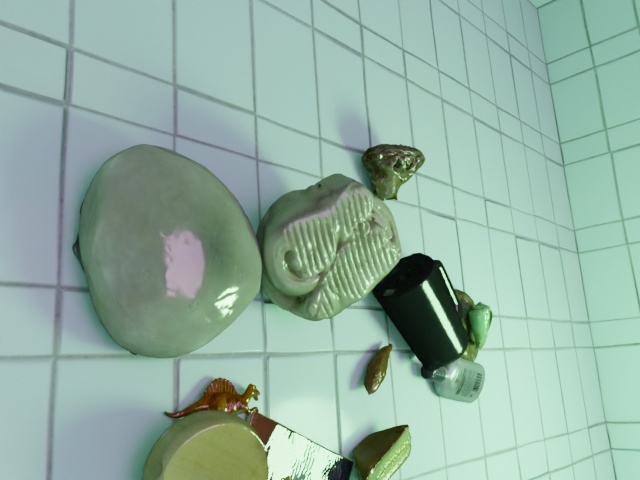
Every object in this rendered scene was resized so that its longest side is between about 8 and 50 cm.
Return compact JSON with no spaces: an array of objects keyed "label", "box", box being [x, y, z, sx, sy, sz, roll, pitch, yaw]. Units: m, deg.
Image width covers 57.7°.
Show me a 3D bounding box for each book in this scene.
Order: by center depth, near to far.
[{"label":"book","box":[-0.071,0.593,1.367,0.374,0.028,0.263,39,54,-33]}]

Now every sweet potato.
[{"label":"sweet potato","box":[0.166,0.368,1.673,0.068,0.060,0.206,91,24,-43]}]

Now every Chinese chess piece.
[{"label":"Chinese chess piece","box":[-0.224,0.459,1.139,0.250,0.097,0.251,-4,97,-37]}]

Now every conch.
[{"label":"conch","box":[0.569,0.298,2.059,0.105,0.079,0.170,-9,102,-46]}]

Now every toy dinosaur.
[{"label":"toy dinosaur","box":[-0.219,0.351,1.257,0.212,0.057,0.142,39,51,-33]}]

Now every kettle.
[{"label":"kettle","box":[0.317,0.206,1.802,0.308,0.203,0.262,58,19,-22]}]

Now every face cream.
[{"label":"face cream","box":[0.436,0.454,1.911,0.291,0.071,0.144,21,86,-41]}]

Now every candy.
[{"label":"candy","box":[-0.298,0.006,1.192,0.386,0.186,0.427,-28,95,-44]}]

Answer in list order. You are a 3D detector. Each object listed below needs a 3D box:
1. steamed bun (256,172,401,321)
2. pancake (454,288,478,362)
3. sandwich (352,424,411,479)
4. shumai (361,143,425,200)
[{"label":"steamed bun","box":[0.000,0.000,1.458,0.367,0.255,0.342,-31,122,-19]},{"label":"pancake","box":[0.479,0.303,2.037,0.294,0.049,0.295,21,62,-46]},{"label":"sandwich","box":[0.156,0.591,1.564,0.258,0.096,0.094,-22,101,-50]},{"label":"shumai","box":[0.231,-0.211,1.850,0.205,0.166,0.176,0,87,-22]}]
